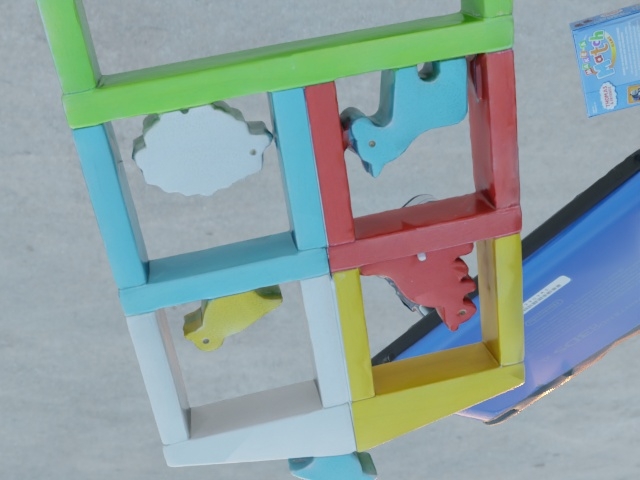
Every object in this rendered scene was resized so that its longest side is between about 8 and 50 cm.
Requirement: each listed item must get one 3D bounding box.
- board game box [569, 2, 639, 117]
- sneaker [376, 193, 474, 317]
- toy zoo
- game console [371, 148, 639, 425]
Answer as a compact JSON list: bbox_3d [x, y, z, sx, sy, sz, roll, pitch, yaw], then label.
[{"bbox_3d":[0.516,-0.295,1.192,0.211,0.039,0.160,-13,123,17],"label":"board game box"},{"bbox_3d":[0.154,0.024,1.041,0.226,0.163,0.086,-31,153,-51],"label":"sneaker"},{"bbox_3d":[0.000,0.000,0.356,0.192,0.030,0.293,-12,116,-6],"label":"toy zoo"},{"bbox_3d":[0.196,0.010,0.638,0.250,0.173,0.293,22,128,-36],"label":"game console"}]
